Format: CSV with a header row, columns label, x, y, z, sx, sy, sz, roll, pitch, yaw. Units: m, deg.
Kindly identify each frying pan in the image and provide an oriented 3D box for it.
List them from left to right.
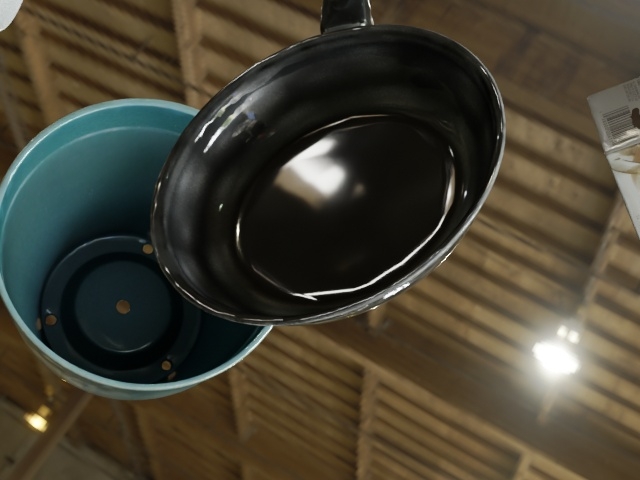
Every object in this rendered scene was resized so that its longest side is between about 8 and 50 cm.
label,x,y,z,sx,sy,sz,roll,pitch,yaw
frying pan,-0.012,-0.078,0.691,0.053,0.197,0.326,57,10,-46

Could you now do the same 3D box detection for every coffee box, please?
label,x,y,z,sx,sy,sz,roll,pitch,yaw
coffee box,0.416,-0.113,1.256,0.246,0.098,0.141,-20,-47,15

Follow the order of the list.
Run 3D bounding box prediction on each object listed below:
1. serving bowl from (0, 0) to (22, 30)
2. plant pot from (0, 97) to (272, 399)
label,x,y,z,sx,sy,sz,roll,pitch,yaw
serving bowl,-0.210,-0.178,0.795,0.027,0.083,0.083,16,-28,0
plant pot,-0.181,0.036,1.209,0.271,0.272,0.255,35,-22,-1
